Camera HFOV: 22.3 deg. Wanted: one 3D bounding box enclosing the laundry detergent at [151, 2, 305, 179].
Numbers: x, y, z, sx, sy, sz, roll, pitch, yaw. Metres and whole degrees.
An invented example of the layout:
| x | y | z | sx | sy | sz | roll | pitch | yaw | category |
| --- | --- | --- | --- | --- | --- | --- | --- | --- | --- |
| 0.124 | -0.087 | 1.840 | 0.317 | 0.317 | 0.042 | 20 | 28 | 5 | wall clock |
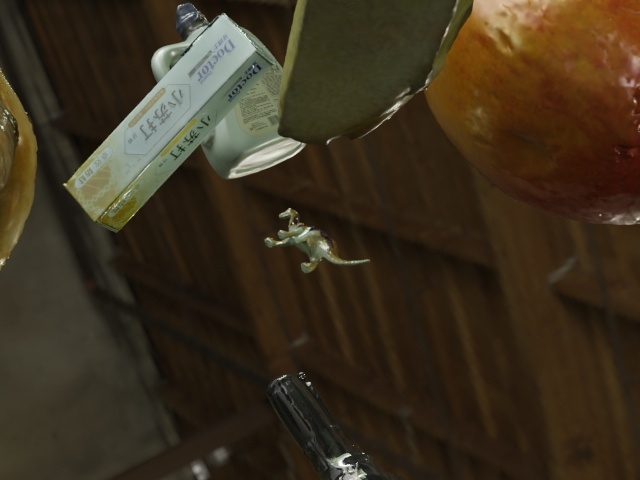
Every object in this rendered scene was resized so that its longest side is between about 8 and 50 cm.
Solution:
| x | y | z | sx | sy | sz | roll | pitch | yaw | category |
| --- | --- | --- | --- | --- | --- | --- | --- | --- | --- |
| -0.150 | -0.238 | 2.460 | 0.280 | 0.215 | 0.105 | 56 | -46 | 10 | laundry detergent |

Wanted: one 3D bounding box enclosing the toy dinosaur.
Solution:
| x | y | z | sx | sy | sz | roll | pitch | yaw | category |
| --- | --- | --- | --- | --- | --- | --- | --- | --- | --- |
| -0.014 | 0.004 | 1.642 | 0.180 | 0.058 | 0.037 | 42 | -31 | 50 | toy dinosaur |

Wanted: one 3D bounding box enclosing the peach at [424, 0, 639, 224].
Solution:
| x | y | z | sx | sy | sz | roll | pitch | yaw | category |
| --- | --- | --- | --- | --- | --- | --- | --- | --- | --- |
| 0.210 | -0.130 | 1.234 | 0.238 | 0.281 | 0.281 | -53 | -124 | 21 | peach |

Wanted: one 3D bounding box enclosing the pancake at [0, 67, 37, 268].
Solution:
| x | y | z | sx | sy | sz | roll | pitch | yaw | category |
| --- | --- | --- | --- | --- | --- | --- | --- | --- | --- |
| -0.455 | -0.058 | 1.502 | 0.082 | 0.387 | 0.387 | -119 | -168 | -65 | pancake |

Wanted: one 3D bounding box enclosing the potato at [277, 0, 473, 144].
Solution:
| x | y | z | sx | sy | sz | roll | pitch | yaw | category |
| --- | --- | --- | --- | --- | --- | --- | --- | --- | --- |
| 0.050 | -0.184 | 0.874 | 0.255 | 0.112 | 0.269 | -150 | -111 | -88 | potato |

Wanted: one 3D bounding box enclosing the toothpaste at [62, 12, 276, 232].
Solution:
| x | y | z | sx | sy | sz | roll | pitch | yaw | category |
| --- | --- | --- | --- | --- | --- | --- | --- | --- | --- |
| -0.196 | -0.152 | 2.118 | 0.089 | 0.313 | 0.071 | 48 | 8 | 28 | toothpaste |

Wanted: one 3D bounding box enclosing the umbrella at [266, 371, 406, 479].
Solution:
| x | y | z | sx | sy | sz | roll | pitch | yaw | category |
| --- | --- | --- | --- | --- | --- | --- | --- | --- | --- |
| 0.057 | 0.251 | 1.332 | 0.340 | 0.118 | 0.118 | 56 | -23 | 19 | umbrella |

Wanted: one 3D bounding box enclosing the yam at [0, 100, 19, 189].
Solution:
| x | y | z | sx | sy | sz | roll | pitch | yaw | category |
| --- | --- | --- | --- | --- | --- | --- | --- | --- | --- |
| -0.249 | -0.041 | 1.099 | 0.356 | 0.081 | 0.081 | -121 | -168 | -74 | yam |
